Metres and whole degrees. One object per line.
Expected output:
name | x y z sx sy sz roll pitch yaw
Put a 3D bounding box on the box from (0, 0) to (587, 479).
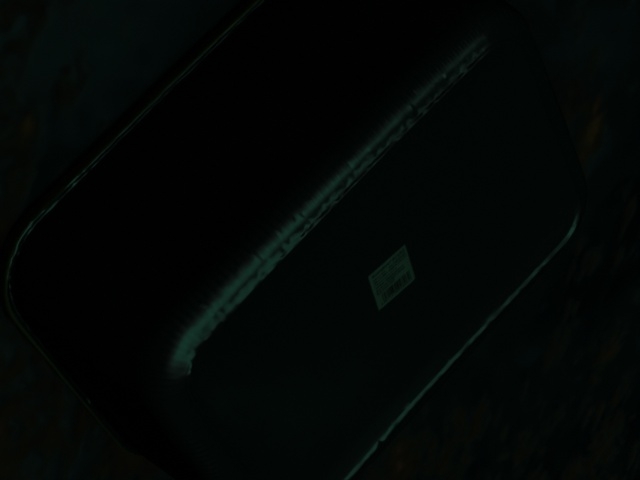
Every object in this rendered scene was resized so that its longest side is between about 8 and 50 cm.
box | 0.000 0.000 0.634 0.201 0.090 0.144 -45 139 -16
